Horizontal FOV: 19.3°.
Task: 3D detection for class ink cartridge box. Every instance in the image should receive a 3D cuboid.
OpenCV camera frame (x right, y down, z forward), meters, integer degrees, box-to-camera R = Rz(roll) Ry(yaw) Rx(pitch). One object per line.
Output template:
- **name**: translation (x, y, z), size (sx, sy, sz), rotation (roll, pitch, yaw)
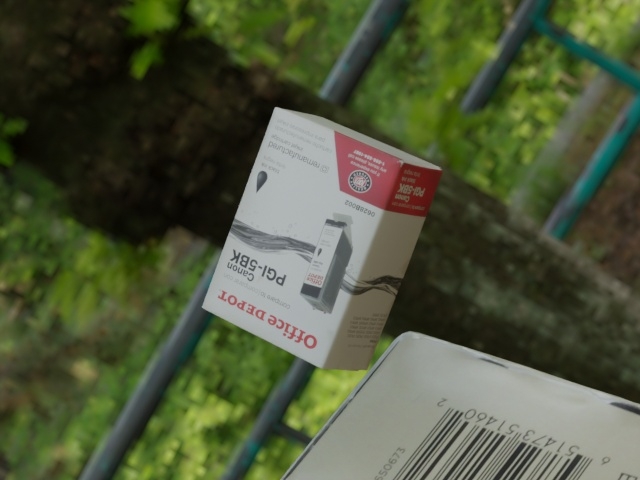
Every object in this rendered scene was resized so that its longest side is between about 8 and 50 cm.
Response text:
- **ink cartridge box**: translation (0.000, 0.000, 1.143), size (0.056, 0.099, 0.135), rotation (7, -75, -60)

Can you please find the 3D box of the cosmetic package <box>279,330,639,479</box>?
- **cosmetic package**: translation (0.100, 0.197, 0.793), size (0.160, 0.309, 0.113), rotation (17, 50, 36)
